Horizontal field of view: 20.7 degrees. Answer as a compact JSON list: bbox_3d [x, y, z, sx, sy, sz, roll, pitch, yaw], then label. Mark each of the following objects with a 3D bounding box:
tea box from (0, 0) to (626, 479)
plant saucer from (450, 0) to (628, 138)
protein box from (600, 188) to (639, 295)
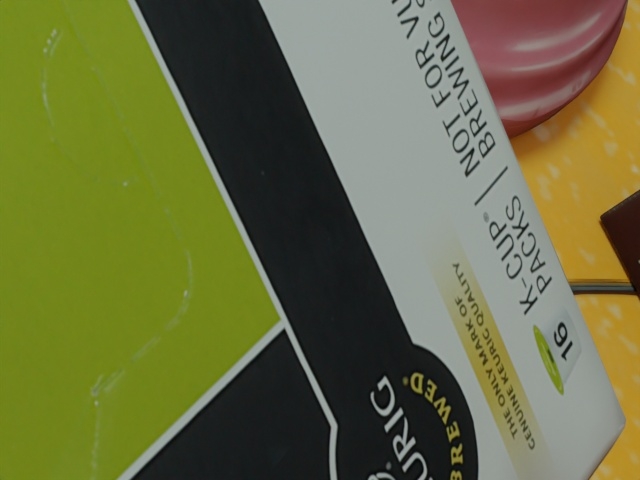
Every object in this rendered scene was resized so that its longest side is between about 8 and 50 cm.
[{"bbox_3d":[-0.138,0.002,0.388,0.323,0.220,0.329,-42,114,-46],"label":"tea box"},{"bbox_3d":[0.027,-0.205,0.805,0.332,0.084,0.332,20,53,-28],"label":"plant saucer"},{"bbox_3d":[0.278,0.030,0.818,0.200,0.136,0.201,-15,74,-42],"label":"protein box"}]
